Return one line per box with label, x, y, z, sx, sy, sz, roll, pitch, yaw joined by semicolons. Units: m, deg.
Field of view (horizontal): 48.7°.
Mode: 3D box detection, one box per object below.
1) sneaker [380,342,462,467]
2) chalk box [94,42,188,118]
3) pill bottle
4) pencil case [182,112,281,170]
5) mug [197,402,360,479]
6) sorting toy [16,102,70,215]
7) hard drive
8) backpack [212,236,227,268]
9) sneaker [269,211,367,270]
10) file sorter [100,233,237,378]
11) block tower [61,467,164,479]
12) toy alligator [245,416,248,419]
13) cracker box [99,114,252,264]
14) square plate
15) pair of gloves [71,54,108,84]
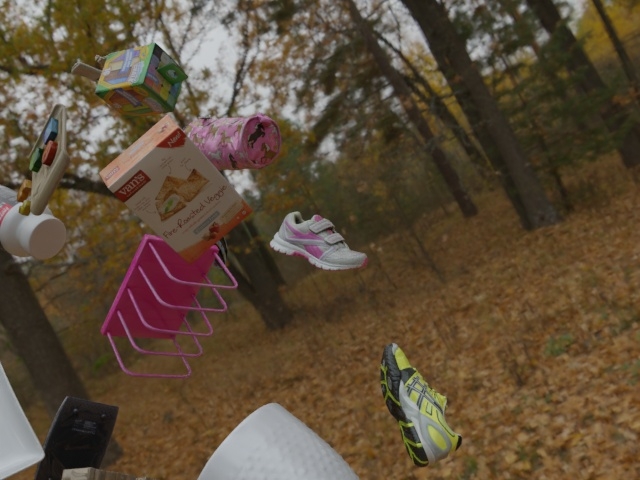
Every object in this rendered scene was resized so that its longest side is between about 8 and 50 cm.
sneaker;0.283;0.471;2.072;0.147;0.384;0.145;-10;-36;-13
chalk box;-0.446;-0.411;1.825;0.213;0.132;0.132;-3;-26;30
pill bottle;-0.920;-0.053;2.134;0.319;0.176;0.176;20;27;29
pencil case;-0.281;-0.305;2.187;0.160;0.167;0.386;-42;31;-28
mug;-0.081;0.579;1.438;0.374;0.328;0.276;-51;-23;-12
sorting toy;-0.723;-0.177;1.813;0.041;0.229;0.307;16;-54;-37
hard drive;-0.661;0.552;1.902;0.172;0.254;0.054;24;-10;-39
backpack;-0.341;0.003;2.059;0.117;0.173;0.158;-14;42;9
sneaker;0.000;0.000;1.714;0.253;0.111;0.103;19;12;19
file sorter;-0.356;0.166;1.692;0.202;0.182;0.290;11;-63;-41
block tower;-0.474;0.619;1.715;0.097;0.090;0.335;-12;-29;28
toy alligator;-0.222;0.634;2.443;0.051;0.056;0.190;-32;-17;18
cracker box;-0.249;-0.084;1.247;0.156;0.232;0.067;-42;41;-2
square plate;-0.832;0.416;1.532;0.347;0.344;0.049;-25;-23;-27
pair of gloves;-0.609;-0.490;2.114;0.240;0.042;0.204;-6;-18;44
